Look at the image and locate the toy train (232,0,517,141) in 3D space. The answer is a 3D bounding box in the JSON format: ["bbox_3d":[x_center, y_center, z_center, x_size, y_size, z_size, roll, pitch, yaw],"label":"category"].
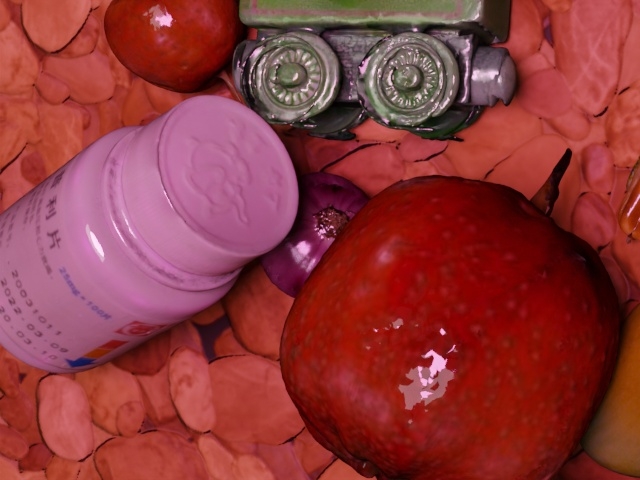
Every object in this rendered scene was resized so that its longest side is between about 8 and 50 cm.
[{"bbox_3d":[0.043,-0.178,1.075,0.243,0.132,0.188,3,89,21],"label":"toy train"}]

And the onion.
[{"bbox_3d":[0.000,0.000,1.124,0.115,0.104,0.115,2,68,-5],"label":"onion"}]

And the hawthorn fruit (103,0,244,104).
[{"bbox_3d":[-0.119,-0.191,1.153,0.140,0.125,0.125,16,101,-12],"label":"hawthorn fruit"}]

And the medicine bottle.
[{"bbox_3d":[-0.160,-0.001,1.103,0.293,0.170,0.170,-27,82,44],"label":"medicine bottle"}]

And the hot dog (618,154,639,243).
[{"bbox_3d":[0.277,-0.054,1.030,0.056,0.041,0.133,35,98,18],"label":"hot dog"}]

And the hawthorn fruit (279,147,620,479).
[{"bbox_3d":[0.118,0.056,1.012,0.254,0.254,0.300,30,77,19],"label":"hawthorn fruit"}]

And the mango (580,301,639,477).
[{"bbox_3d":[0.278,0.107,1.007,0.195,0.092,0.130,-44,78,24],"label":"mango"}]
